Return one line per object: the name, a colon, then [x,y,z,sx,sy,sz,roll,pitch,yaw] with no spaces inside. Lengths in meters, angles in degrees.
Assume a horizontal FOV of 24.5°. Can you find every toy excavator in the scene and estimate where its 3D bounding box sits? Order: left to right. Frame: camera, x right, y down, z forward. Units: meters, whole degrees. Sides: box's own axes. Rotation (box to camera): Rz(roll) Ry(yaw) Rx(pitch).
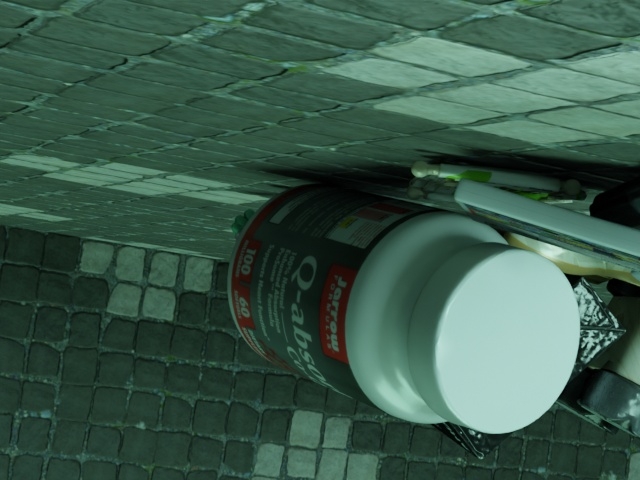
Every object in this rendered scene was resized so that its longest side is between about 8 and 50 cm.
toy excavator: [0.538,0.219,1.942,0.445,0.222,0.433,30,176,-3]

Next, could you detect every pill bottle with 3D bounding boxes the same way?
pill bottle: [0.076,0.064,1.477,0.210,0.210,0.363,11,-178,-33]

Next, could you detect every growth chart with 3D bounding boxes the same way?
growth chart: [0.164,-0.048,1.373,0.172,0.021,0.237,7,176,0]

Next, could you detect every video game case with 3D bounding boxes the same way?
video game case: [0.222,-0.007,1.278,0.201,0.023,0.183,18,179,12]

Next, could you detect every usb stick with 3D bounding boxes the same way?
usb stick: [0.284,-0.031,1.206,0.077,0.045,0.278,10,176,-2]

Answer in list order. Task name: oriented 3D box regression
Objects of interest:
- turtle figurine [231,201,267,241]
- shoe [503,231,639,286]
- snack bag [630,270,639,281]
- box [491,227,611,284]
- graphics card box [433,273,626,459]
turtle figurine: [0.000,0.000,1.748,0.175,0.118,0.234,11,-179,-32]
shoe: [0.308,0.008,1.676,0.219,0.058,0.076,14,-166,-22]
snack bag: [0.480,0.082,1.421,0.323,0.037,0.342,38,166,2]
box: [0.293,0.022,1.905,0.165,0.021,0.201,17,178,6]
graphics card box: [0.203,0.133,1.832,0.094,0.233,0.371,51,174,-11]
